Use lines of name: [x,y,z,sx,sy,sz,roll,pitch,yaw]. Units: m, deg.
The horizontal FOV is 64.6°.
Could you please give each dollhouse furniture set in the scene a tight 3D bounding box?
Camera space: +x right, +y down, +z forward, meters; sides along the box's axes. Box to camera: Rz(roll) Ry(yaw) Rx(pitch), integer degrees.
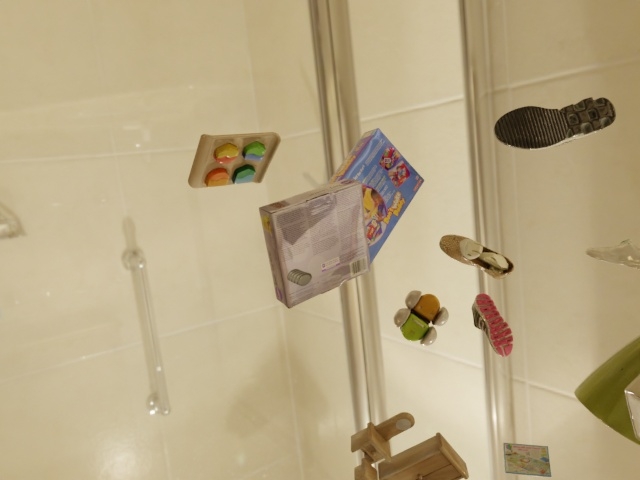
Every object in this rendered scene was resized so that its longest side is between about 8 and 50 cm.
dollhouse furniture set: [0.211,0.571,1.004,0.174,0.303,0.355,-34,-162,17]

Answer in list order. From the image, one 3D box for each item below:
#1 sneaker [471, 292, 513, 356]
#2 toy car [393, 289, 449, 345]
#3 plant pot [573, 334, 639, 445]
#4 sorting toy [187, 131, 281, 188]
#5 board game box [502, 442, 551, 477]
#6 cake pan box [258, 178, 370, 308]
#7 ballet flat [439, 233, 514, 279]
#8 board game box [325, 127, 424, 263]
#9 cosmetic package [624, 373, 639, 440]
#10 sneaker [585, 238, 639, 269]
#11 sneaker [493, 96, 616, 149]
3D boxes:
sneaker: [0.447,0.226,1.332,0.063,0.170,0.075,-18,159,-11]
toy car: [0.344,0.272,1.776,0.159,0.182,0.136,35,166,1]
plant pot: [0.977,0.423,1.528,0.275,0.293,0.275,25,-167,-6]
sorting toy: [-0.221,-0.200,1.304,0.208,0.038,0.193,-7,149,-31]
board game box: [0.738,0.787,1.813,0.154,0.103,0.026,0,150,12]
cake pan box: [0.000,0.000,1.213,0.267,0.245,0.070,-23,-151,-27]
ballet flat: [0.391,0.033,1.244,0.206,0.073,0.067,22,159,-17]
board game box: [0.138,-0.128,1.516,0.347,0.233,0.078,-55,-157,-20]
cosmetic package: [0.655,0.212,0.824,0.309,0.160,0.113,-37,-148,-11]
sneaker: [1.036,0.037,1.750,0.212,0.094,0.080,15,-171,43]
sneaker: [0.627,-0.306,1.410,0.330,0.122,0.146,-8,175,-6]
